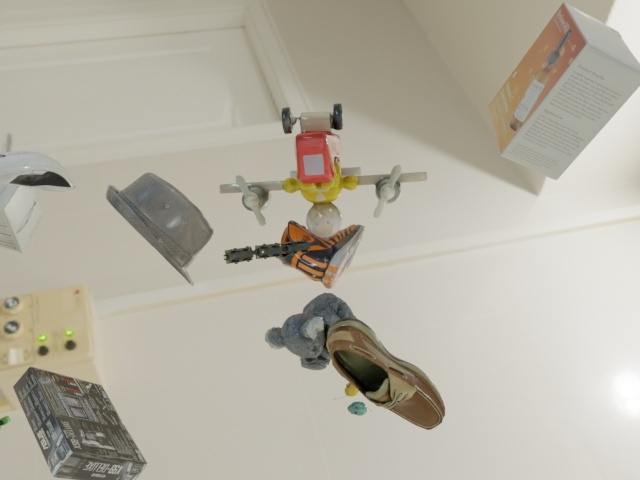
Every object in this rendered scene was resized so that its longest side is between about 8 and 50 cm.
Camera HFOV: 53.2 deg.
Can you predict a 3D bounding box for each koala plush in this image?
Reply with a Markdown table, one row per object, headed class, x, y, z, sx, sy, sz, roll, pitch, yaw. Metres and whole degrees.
| class | x | y | z | sx | sy | sz | roll | pitch | yaw |
| --- | --- | --- | --- | --- | --- | --- | --- | --- | --- |
| koala plush | -0.024 | 0.237 | 1.650 | 0.196 | 0.221 | 0.203 | -18 | -103 | 36 |

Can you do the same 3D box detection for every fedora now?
| class | x | y | z | sx | sy | sz | roll | pitch | yaw |
| --- | --- | --- | --- | --- | --- | --- | --- | --- | --- |
| fedora | -0.325 | -0.043 | 1.371 | 0.275 | 0.124 | 0.244 | 48 | -7 | -15 |

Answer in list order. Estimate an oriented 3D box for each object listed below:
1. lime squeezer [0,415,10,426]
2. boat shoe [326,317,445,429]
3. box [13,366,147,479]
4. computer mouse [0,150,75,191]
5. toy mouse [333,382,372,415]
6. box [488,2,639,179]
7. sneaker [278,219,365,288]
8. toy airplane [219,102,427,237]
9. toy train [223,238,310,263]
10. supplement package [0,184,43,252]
| class | x | y | z | sx | sy | sz | roll | pitch | yaw |
| --- | --- | --- | --- | --- | --- | --- | --- | --- | --- |
| lime squeezer | -0.721 | 0.409 | 1.292 | 0.058 | 0.310 | 0.110 | 60 | 12 | -17 |
| boat shoe | 0.133 | 0.311 | 1.392 | 0.122 | 0.324 | 0.120 | -46 | -171 | 25 |
| box | -0.597 | 0.462 | 1.588 | 0.307 | 0.076 | 0.242 | 41 | 2 | 37 |
| computer mouse | -0.416 | -0.102 | 0.843 | 0.106 | 0.193 | 0.042 | 30 | -73 | 38 |
| toy mouse | 0.125 | 0.444 | 1.805 | 0.031 | 0.161 | 0.143 | 7 | -47 | 49 |
| box | 0.307 | -0.190 | 0.820 | 0.130 | 0.091 | 0.170 | -83 | -161 | -50 |
| sneaker | 0.000 | 0.000 | 1.613 | 0.124 | 0.180 | 0.321 | -68 | 170 | 19 |
| toy airplane | 0.002 | -0.132 | 1.546 | 0.386 | 0.385 | 0.272 | -19 | -112 | 47 |
| toy train | -0.091 | 0.017 | 1.070 | 0.036 | 0.158 | 0.027 | 5 | -79 | 59 |
| supplement package | -0.656 | -0.071 | 1.312 | 0.179 | 0.105 | 0.105 | 111 | -6 | -59 |
